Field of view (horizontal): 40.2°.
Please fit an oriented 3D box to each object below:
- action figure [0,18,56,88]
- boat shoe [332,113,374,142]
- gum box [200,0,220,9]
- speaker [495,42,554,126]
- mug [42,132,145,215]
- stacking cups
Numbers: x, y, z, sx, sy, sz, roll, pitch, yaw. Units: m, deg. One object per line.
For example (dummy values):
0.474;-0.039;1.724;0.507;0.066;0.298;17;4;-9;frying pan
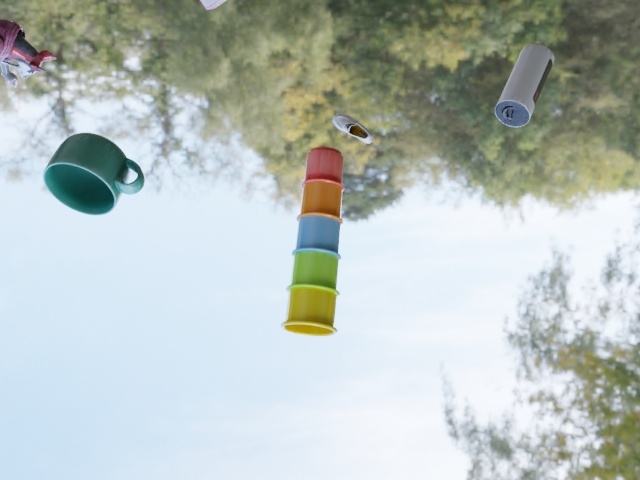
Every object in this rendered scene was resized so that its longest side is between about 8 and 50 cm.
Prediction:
-0.727;-0.437;1.800;0.370;0.275;0.248;12;-160;-7;action figure
0.063;-0.232;1.789;0.100;0.035;0.035;37;-172;20;boat shoe
-0.179;-0.552;1.815;0.188;0.062;0.107;-33;-168;9;gum box
0.310;-0.236;1.326;0.055;0.055;0.136;12;-125;25;speaker
-0.380;-0.115;1.493;0.158;0.129;0.097;26;-128;-11;mug
0.000;0.000;1.471;0.096;0.316;0.096;7;160;2;stacking cups
